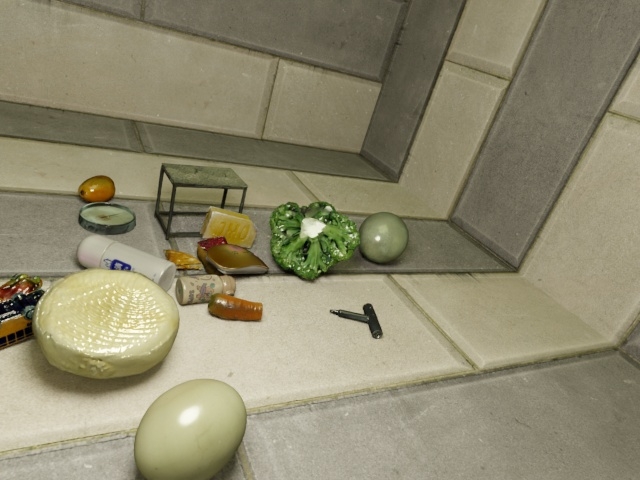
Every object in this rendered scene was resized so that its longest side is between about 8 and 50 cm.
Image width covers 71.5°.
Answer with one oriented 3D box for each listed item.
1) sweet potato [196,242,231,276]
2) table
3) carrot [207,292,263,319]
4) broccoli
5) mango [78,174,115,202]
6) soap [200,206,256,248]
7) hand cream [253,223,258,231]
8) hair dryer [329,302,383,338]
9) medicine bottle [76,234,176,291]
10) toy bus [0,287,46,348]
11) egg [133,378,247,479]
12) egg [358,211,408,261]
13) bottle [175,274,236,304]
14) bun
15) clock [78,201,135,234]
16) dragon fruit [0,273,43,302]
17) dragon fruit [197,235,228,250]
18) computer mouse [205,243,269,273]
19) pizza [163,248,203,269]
[{"bbox_3d":[-0.432,0.101,1.784,0.067,0.067,0.274,-12,42,-46],"label":"sweet potato"},{"bbox_3d":[-0.546,-0.174,2.025,0.335,0.272,0.222,-1,32,-35],"label":"table"},{"bbox_3d":[-0.299,0.242,1.573,0.193,0.087,0.087,17,25,-15],"label":"carrot"},{"bbox_3d":[-0.045,-0.007,1.953,0.413,0.321,0.310,27,20,8],"label":"broccoli"},{"bbox_3d":[-1.015,-0.239,2.049,0.138,0.113,0.253,9,19,-8],"label":"mango"},{"bbox_3d":[-0.402,-0.055,1.985,0.232,0.140,0.073,14,22,-33],"label":"soap"},{"bbox_3d":[-0.338,-0.061,2.113,0.084,0.142,0.053,45,68,-5],"label":"hand cream"},{"bbox_3d":[0.136,0.311,1.758,0.195,0.050,0.173,6,26,-14],"label":"hair dryer"},{"bbox_3d":[-0.698,0.080,1.580,0.341,0.130,0.130,21,26,5],"label":"medicine bottle"},{"bbox_3d":[-0.846,0.222,1.220,0.098,0.114,0.201,31,34,28],"label":"toy bus"},{"bbox_3d":[-0.294,0.436,1.022,0.269,0.219,0.219,-12,38,-46],"label":"egg"},{"bbox_3d":[0.322,-0.018,2.287,0.258,0.258,0.352,22,24,9],"label":"egg"},{"bbox_3d":[-0.408,0.178,1.612,0.209,0.097,0.110,-2,49,-35],"label":"bottle"},{"bbox_3d":[-0.590,0.248,1.234,0.364,0.202,0.364,19,29,-11],"label":"bun"},{"bbox_3d":[-0.909,-0.097,1.901,0.226,0.049,0.226,14,27,-7],"label":"clock"},{"bbox_3d":[-0.909,0.166,1.319,0.138,0.175,0.142,32,-3,7],"label":"dragon fruit"},{"bbox_3d":[-0.464,0.019,1.936,0.131,0.097,0.063,-7,26,-7],"label":"dragon fruit"},{"bbox_3d":[-0.326,0.077,1.802,0.158,0.072,0.310,36,13,25],"label":"computer mouse"},{"bbox_3d":[-0.556,0.087,1.764,0.178,0.041,0.131,16,23,-3],"label":"pizza"}]
